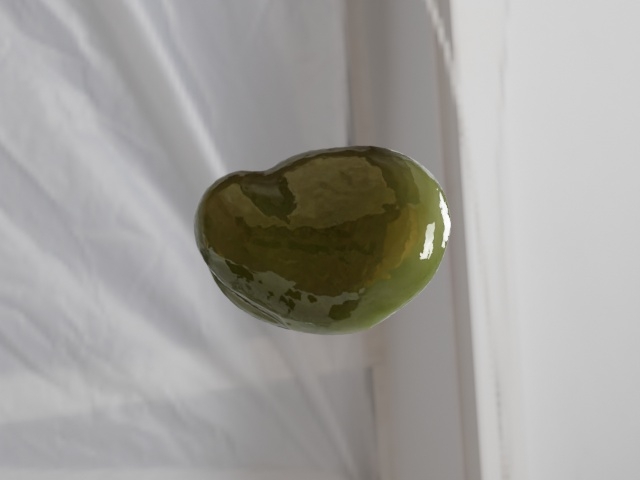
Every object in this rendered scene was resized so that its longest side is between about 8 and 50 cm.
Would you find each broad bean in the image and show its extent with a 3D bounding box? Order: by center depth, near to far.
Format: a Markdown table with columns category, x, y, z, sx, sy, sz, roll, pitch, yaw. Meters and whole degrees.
| category | x | y | z | sx | sy | sz | roll | pitch | yaw |
| --- | --- | --- | --- | --- | --- | --- | --- | --- | --- |
| broad bean | 0.000 | 0.000 | 0.489 | 0.083 | 0.063 | 0.045 | -4 | 157 | 14 |
